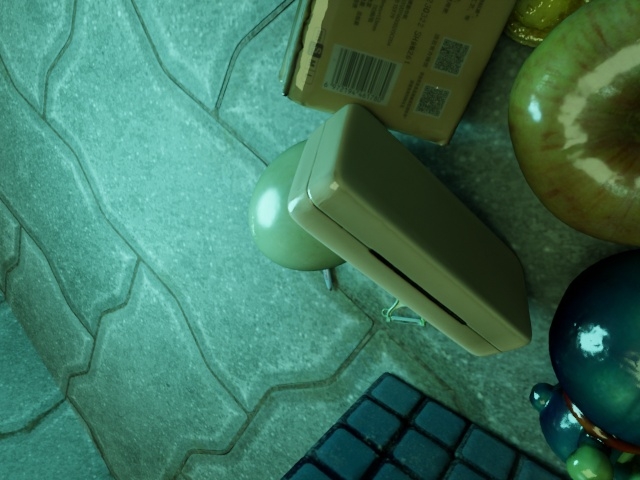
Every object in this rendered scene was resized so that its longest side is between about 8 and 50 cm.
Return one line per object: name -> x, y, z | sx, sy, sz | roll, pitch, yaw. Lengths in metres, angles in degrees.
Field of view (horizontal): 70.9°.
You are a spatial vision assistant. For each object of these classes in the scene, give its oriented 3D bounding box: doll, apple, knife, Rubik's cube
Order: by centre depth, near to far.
apple -> 0.310, -0.113, 0.403 | 0.261, 0.194, 0.260 | 14, 116, 31
doll -> 0.333, 0.141, 0.475 | 0.186, 0.199, 0.321 | 26, 123, 26
Rubik's cube -> 0.119, 0.475, 0.662 | 0.337, 0.344, 0.343 | 26, 119, 26
knife -> 0.125, 0.058, 0.713 | 0.078, 0.023, 0.166 | -1, 107, 31

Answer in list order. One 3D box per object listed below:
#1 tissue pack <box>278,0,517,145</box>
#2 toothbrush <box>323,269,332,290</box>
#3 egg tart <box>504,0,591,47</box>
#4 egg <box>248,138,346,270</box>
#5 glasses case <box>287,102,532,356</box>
tissue pack -> 0.092, -0.304, 0.514 | 0.239, 0.239, 0.305 | 35, 125, 22
toothbrush -> 0.000, 0.000, 0.792 | 0.013, 0.019, 0.193 | -1, 107, 37
egg tart -> 0.247, -0.264, 0.494 | 0.105, 0.039, 0.105 | 13, 114, 33
egg -> -0.001, -0.052, 0.662 | 0.253, 0.187, 0.186 | -37, 83, 43
glasses case -> 0.118, 0.001, 0.520 | 0.336, 0.144, 0.076 | 37, 134, -24
